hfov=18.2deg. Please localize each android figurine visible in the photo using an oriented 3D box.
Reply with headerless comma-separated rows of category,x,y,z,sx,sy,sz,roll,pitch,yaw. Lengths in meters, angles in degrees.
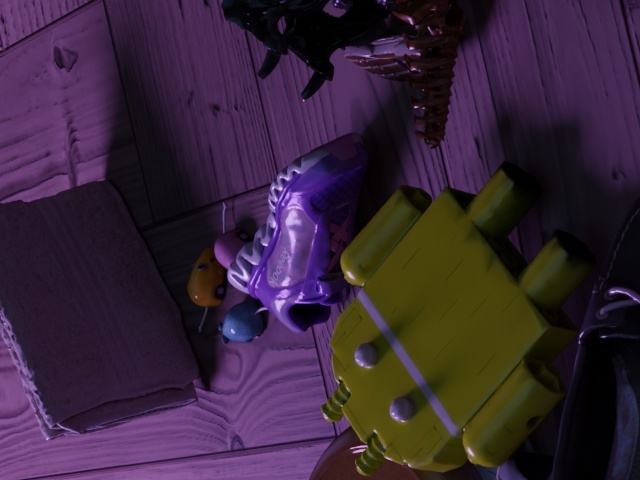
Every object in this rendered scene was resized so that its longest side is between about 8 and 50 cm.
android figurine,0.101,0.074,1.622,0.273,0.056,0.248,-49,52,23

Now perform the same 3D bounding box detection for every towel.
towel,-0.251,0.068,2.081,0.282,0.187,0.049,62,146,22

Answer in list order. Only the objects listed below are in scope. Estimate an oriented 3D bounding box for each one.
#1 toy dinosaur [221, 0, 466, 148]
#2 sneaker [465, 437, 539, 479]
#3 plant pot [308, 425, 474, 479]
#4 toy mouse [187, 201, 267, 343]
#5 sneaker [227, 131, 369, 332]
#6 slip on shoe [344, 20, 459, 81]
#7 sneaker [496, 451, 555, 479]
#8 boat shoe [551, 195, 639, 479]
toy dinosaur,0.034,-0.228,1.617,0.218,0.164,0.322,-27,44,22
sneaker,0.144,0.193,1.679,0.190,0.071,0.083,21,102,47
plant pot,0.052,0.265,1.702,0.236,0.032,0.236,-2,88,50
toy mouse,-0.087,0.049,1.980,0.143,0.031,0.161,32,124,46
sneaker,0.000,0.000,1.802,0.104,0.095,0.236,54,143,21
slip on shoe,0.070,-0.165,1.693,0.135,0.051,0.041,1,64,61
sneaker,0.232,0.186,1.526,0.215,0.084,0.083,9,101,37
boat shoe,0.229,0.119,1.428,0.112,0.095,0.335,6,86,35
